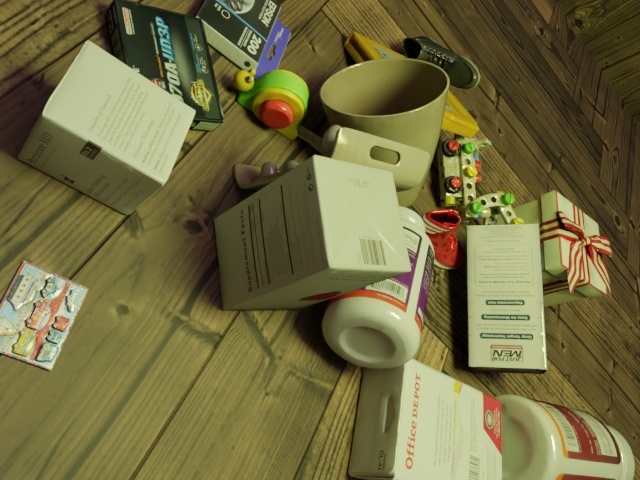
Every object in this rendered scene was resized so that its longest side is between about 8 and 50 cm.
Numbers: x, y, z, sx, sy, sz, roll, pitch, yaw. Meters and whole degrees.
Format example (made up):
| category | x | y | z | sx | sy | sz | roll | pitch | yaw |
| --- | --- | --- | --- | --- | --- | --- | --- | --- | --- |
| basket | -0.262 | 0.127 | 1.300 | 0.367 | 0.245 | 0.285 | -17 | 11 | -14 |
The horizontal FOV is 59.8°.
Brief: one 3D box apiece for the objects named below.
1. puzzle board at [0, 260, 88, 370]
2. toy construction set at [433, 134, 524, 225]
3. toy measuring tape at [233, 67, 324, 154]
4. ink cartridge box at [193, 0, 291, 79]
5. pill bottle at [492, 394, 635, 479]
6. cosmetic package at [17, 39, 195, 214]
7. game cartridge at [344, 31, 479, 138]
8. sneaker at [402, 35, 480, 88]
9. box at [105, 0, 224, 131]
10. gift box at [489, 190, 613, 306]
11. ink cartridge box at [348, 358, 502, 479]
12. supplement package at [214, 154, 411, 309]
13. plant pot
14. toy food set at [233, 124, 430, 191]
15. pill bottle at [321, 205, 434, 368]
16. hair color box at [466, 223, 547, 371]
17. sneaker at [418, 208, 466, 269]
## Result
| category | x | y | z | sx | sy | sz | roll | pitch | yaw |
| --- | --- | --- | --- | --- | --- | --- | --- | --- | --- |
| puzzle board | -0.392 | 0.103 | 0.771 | 0.096 | 0.011 | 0.128 | 31 | 54 | -28 |
| toy construction set | 0.410 | -0.168 | 1.488 | 0.215 | 0.151 | 0.328 | 3 | 60 | -14 |
| toy measuring tape | -0.033 | -0.263 | 1.165 | 0.330 | 0.121 | 0.121 | 28 | 56 | -31 |
| ink cartridge box | -0.154 | -0.460 | 1.188 | 0.208 | 0.045 | 0.206 | 34 | 53 | -28 |
| pill bottle | 0.538 | 0.491 | 1.280 | 0.392 | 0.224 | 0.224 | 21 | 60 | -34 |
| cosmetic package | -0.321 | -0.162 | 0.845 | 0.183 | 0.151 | 0.151 | 30 | 55 | -28 |
| game cartridge | 0.242 | -0.395 | 1.428 | 0.323 | 0.053 | 0.285 | 5 | 45 | -39 |
| sneaker | 0.322 | -0.479 | 1.514 | 0.222 | 0.083 | 0.118 | 39 | 34 | 19 |
| box | -0.280 | -0.312 | 1.011 | 0.175 | 0.051 | 0.220 | -3 | 75 | -42 |
| gift box | 0.627 | 0.054 | 1.514 | 0.255 | 0.258 | 0.276 | 22 | 59 | -33 |
| ink cartridge box | 0.220 | 0.389 | 1.107 | 0.306 | 0.131 | 0.226 | 29 | 56 | -28 |
| supplement package | -0.025 | 0.005 | 0.935 | 0.177 | 0.293 | 0.175 | 5 | 70 | -40 |
| plant pot | 0.142 | -0.206 | 1.190 | 0.256 | 0.256 | 0.274 | -54 | 147 | -40 |
| toy food set | 0.012 | -0.139 | 1.029 | 0.219 | 0.306 | 0.092 | 6 | 83 | -40 |
| pill bottle | 0.125 | 0.079 | 1.102 | 0.181 | 0.181 | 0.323 | 43 | 42 | -20 |
| hair color box | 0.443 | 0.139 | 1.343 | 0.105 | 0.174 | 0.347 | 50 | 42 | -64 |
| sneaker | 0.309 | -0.001 | 1.346 | 0.221 | 0.128 | 0.087 | 24 | 58 | -32 |
